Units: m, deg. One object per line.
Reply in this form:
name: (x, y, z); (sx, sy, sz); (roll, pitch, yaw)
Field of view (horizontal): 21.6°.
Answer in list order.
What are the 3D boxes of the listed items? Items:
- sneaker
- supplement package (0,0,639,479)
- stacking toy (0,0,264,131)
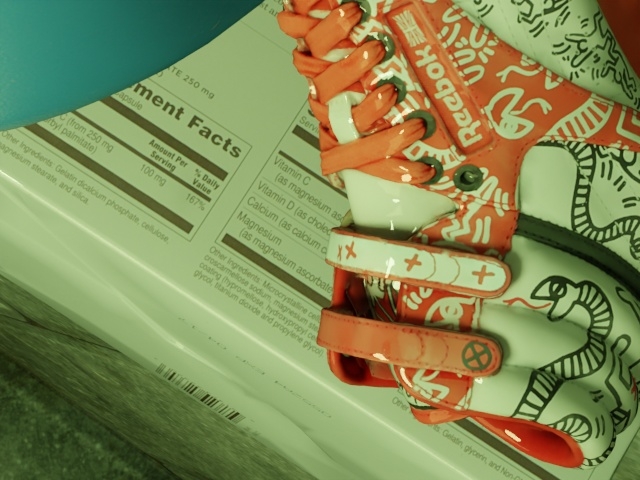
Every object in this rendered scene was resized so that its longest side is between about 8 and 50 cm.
sneaker: (0.031, -0.036, 0.518); (0.270, 0.145, 0.090); (41, 163, -30)
supplement package: (0.000, 0.000, 0.701); (0.262, 0.145, 0.204); (34, 165, -3)
stacking toy: (-0.110, -0.189, 0.369); (0.302, 0.175, 0.166); (43, 162, 14)
